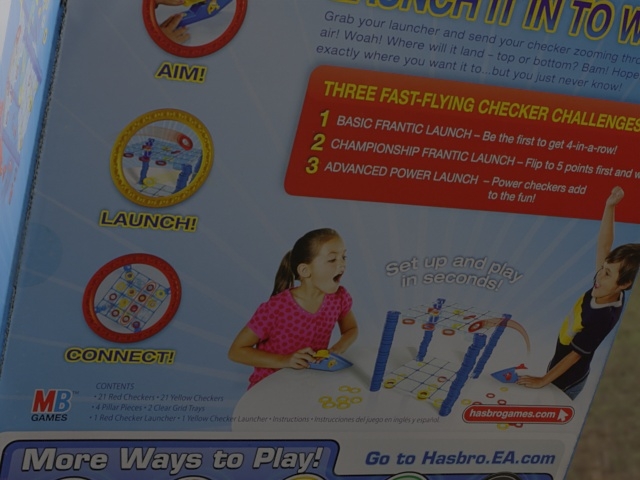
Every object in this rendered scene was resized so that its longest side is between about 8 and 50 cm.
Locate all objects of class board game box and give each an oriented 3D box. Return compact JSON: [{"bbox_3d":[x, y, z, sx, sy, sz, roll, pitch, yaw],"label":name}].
[{"bbox_3d":[0.000,0.000,0.663,0.308,0.302,0.086,4,24,-26],"label":"board game box"}]
